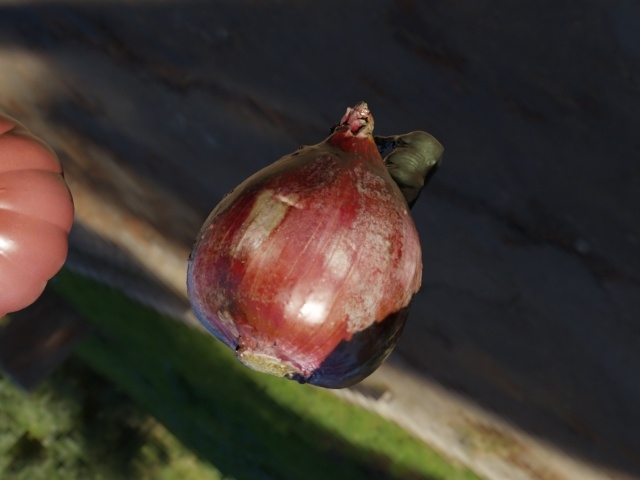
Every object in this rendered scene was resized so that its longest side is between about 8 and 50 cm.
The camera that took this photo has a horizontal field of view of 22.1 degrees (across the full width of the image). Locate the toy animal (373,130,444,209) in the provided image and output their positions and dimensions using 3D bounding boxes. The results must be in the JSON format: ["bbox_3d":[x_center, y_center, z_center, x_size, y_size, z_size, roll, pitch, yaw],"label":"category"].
[{"bbox_3d":[0.053,-0.038,1.289,0.065,0.135,0.047,-6,122,33],"label":"toy animal"}]

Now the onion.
[{"bbox_3d":[0.000,0.000,1.092,0.159,0.194,0.159,23,169,5],"label":"onion"}]

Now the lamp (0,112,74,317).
[{"bbox_3d":[-0.173,-0.011,0.802,0.107,0.107,0.092,39,178,19],"label":"lamp"}]
